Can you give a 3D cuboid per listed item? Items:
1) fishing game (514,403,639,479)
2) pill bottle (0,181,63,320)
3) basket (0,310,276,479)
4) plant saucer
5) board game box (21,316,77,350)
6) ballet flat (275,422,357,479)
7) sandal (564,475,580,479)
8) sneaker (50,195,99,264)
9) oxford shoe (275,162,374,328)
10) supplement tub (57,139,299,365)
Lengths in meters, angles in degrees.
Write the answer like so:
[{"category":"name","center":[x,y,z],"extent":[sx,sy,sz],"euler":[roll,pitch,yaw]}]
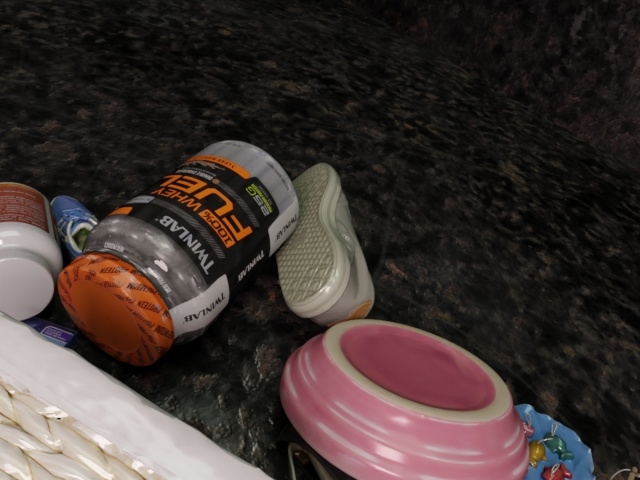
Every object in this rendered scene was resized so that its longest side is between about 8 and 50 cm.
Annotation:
[{"category":"fishing game","center":[0.288,0.288,0.737],"extent":[0.189,0.041,0.264],"euler":[-21,35,-40]},{"category":"pill bottle","center":[-0.420,0.013,0.714],"extent":[0.121,0.121,0.216],"euler":[-5,29,-29]},{"category":"basket","center":[-0.225,0.267,0.356],"extent":[0.331,0.328,0.266],"euler":[27,41,8]},{"category":"plant saucer","center":[0.114,0.196,0.695],"extent":[0.332,0.084,0.332],"euler":[14,14,-3]},{"category":"board game box","center":[-0.436,0.136,0.659],"extent":[0.201,0.035,0.136],"euler":[20,37,1]},{"category":"ballet flat","center":[0.028,0.319,0.602],"extent":[0.096,0.095,0.280],"euler":[-15,38,-24]},{"category":"sandal","center":[0.404,0.415,0.677],"extent":[0.254,0.054,0.097],"euler":[38,51,18]},{"category":"sneaker","center":[-0.375,-0.013,0.836],"extent":[0.080,0.081,0.211],"euler":[-18,49,-37]},{"category":"oxford shoe","center":[0.000,0.000,0.957],"extent":[0.130,0.169,0.449],"euler":[43,19,-29]},{"category":"supplement tub","center":[-0.192,0.008,0.775],"extent":[0.207,0.207,0.338],"euler":[27,43,10]}]
